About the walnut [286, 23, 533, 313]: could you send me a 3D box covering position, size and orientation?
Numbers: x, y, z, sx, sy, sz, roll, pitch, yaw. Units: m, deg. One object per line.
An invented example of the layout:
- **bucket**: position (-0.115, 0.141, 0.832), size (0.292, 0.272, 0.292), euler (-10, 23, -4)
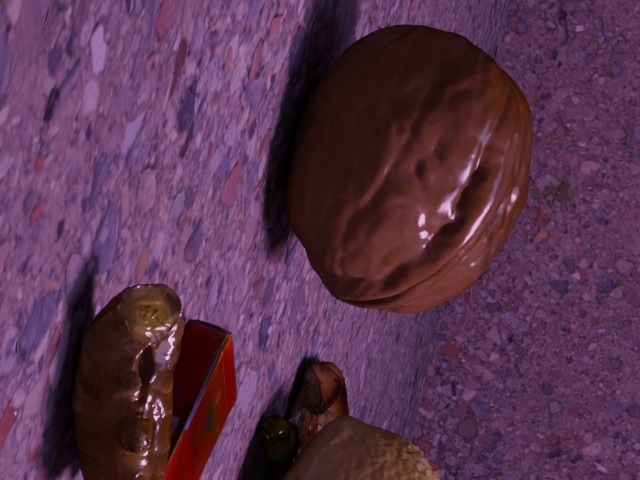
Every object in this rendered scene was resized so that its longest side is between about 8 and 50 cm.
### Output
- **walnut**: position (0.094, -0.073, 1.579), size (0.313, 0.252, 0.277), euler (-64, 168, -5)

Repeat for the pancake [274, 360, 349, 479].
- **pancake**: position (-0.003, 0.243, 2.014), size (0.257, 0.056, 0.212), euler (-58, 159, -57)

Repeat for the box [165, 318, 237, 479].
- **box**: position (-0.130, 0.173, 1.314), size (0.112, 0.048, 0.175), euler (89, 19, -49)

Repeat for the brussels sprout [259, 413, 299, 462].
- **brussels sprout**: position (-0.051, 0.243, 1.805), size (0.083, 0.046, 0.051), euler (85, 23, -59)

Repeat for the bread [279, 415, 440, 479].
- **bread**: position (0.030, 0.392, 1.820), size (0.320, 0.237, 0.320), euler (-56, 178, -4)

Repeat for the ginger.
- **ginger**: position (-0.148, 0.132, 1.084), size (0.115, 0.081, 0.205), euler (-65, 168, -48)
